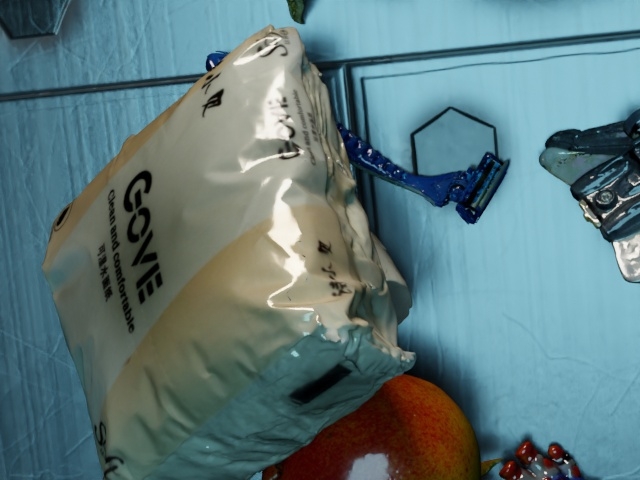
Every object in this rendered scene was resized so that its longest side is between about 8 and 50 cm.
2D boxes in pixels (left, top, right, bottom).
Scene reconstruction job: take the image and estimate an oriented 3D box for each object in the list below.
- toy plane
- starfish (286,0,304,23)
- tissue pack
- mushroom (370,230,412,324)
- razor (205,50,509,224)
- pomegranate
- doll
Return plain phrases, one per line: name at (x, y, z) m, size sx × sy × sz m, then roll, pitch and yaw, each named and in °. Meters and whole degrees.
toy plane at (0.382, -0.103, 1.224) m, size 0.316 × 0.103 × 0.204 m, roll -36°, pitch 57°, yaw 10°
starfish at (-0.007, -0.266, 1.230) m, size 0.176 × 0.208 × 0.053 m, roll 21°, pitch 77°, yaw -5°
tissue pack at (-0.100, 0.040, 1.219) m, size 0.390 × 0.195 × 0.375 m, roll -42°, pitch 51°, yaw 28°
mushroom at (0.000, 0.000, 1.317) m, size 0.225 × 0.093 × 0.116 m, roll 54°, pitch 129°, yaw 15°
razor at (0.024, -0.105, 1.314) m, size 0.324 × 0.093 × 0.056 m, roll 26°, pitch 137°, yaw 9°
pomegranate at (0.070, 0.242, 1.278) m, size 0.257 × 0.221 × 0.220 m, roll 19°, pitch 101°, yaw -9°
doll at (0.270, 0.284, 1.321) m, size 0.195 × 0.062 × 0.104 m, roll 42°, pitch 60°, yaw 7°
